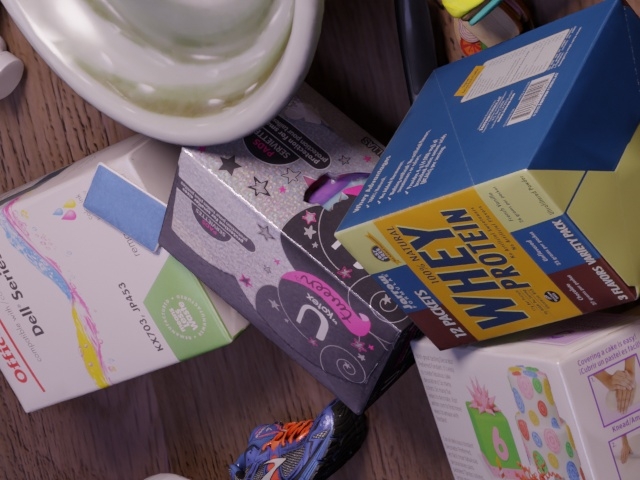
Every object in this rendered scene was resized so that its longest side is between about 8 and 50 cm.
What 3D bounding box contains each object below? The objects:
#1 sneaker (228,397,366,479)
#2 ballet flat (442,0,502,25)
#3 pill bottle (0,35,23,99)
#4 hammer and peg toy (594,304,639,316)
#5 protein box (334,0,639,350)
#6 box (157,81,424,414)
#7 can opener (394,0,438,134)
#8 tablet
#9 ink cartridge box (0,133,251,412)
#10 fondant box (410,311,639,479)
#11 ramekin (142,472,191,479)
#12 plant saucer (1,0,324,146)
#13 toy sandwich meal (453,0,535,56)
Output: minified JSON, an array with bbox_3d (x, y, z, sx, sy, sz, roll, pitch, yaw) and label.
[{"bbox_3d":[-0.033,0.214,1.921,0.087,0.083,0.221,48,136,8],"label":"sneaker"},{"bbox_3d":[0.163,-0.241,1.425,0.231,0.077,0.077,-33,93,42],"label":"ballet flat"},{"bbox_3d":[-0.353,-0.189,1.924,0.116,0.065,0.065,35,136,17],"label":"pill bottle"},{"bbox_3d":[0.314,0.150,1.525,0.361,0.127,0.266,36,141,52],"label":"hammer and peg toy"},{"bbox_3d":[0.156,-0.048,1.464,0.201,0.200,0.136,-19,121,47],"label":"protein box"},{"bbox_3d":[0.000,0.000,1.674,0.247,0.142,0.163,39,148,12],"label":"box"},{"bbox_3d":[0.087,-0.135,1.601,0.059,0.073,0.186,-127,20,-68],"label":"can opener"},{"bbox_3d":[-0.174,-0.030,1.751,0.083,0.006,0.054,32,125,9],"label":"tablet"},{"bbox_3d":[-0.236,0.038,1.898,0.353,0.119,0.207,-21,104,35],"label":"ink cartridge box"},{"bbox_3d":[0.208,0.221,1.533,0.238,0.096,0.330,2,113,66],"label":"fondant box"},{"bbox_3d":[-0.139,0.376,2.041,0.277,0.135,0.277,37,151,24],"label":"ramekin"},{"bbox_3d":[-0.130,-0.273,1.545,0.400,0.100,0.400,27,134,32],"label":"plant saucer"},{"bbox_3d":[0.137,-0.164,1.546,0.086,0.029,0.085,22,130,28],"label":"toy sandwich meal"}]
